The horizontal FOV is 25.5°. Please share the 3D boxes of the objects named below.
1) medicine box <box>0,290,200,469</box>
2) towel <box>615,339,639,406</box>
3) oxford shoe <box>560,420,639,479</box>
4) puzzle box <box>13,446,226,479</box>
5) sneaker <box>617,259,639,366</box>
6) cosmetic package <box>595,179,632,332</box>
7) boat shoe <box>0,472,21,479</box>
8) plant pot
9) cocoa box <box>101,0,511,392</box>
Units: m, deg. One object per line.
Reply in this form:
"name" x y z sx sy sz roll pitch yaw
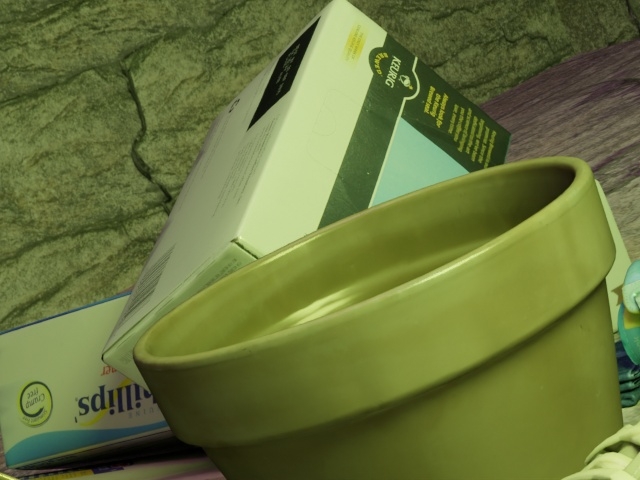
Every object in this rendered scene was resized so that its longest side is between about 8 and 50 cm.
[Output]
"medicine box" -0.151 0.147 1.507 0.263 0.149 0.289 -17 -15 29
"towel" 0.280 0.119 1.307 0.067 0.029 0.119 -18 11 34
"oxford shoe" 0.192 0.157 0.796 0.449 0.130 0.169 -17 0 -25
"puzzle box" -0.200 0.239 1.283 0.272 0.052 0.409 -8 -4 -12
"sneaker" 0.366 0.063 1.180 0.208 0.127 0.319 -33 13 3
"cosmetic package" 0.134 0.052 1.624 0.230 0.161 0.453 -27 11 -22
"boat shoe" -0.189 0.217 1.004 0.285 0.089 0.104 14 9 -1
"plant pot" 0.078 0.131 0.956 0.323 0.280 0.323 -23 10 4
"cocoa box" 0.000 0.000 1.292 0.231 0.228 0.347 -40 21 41
